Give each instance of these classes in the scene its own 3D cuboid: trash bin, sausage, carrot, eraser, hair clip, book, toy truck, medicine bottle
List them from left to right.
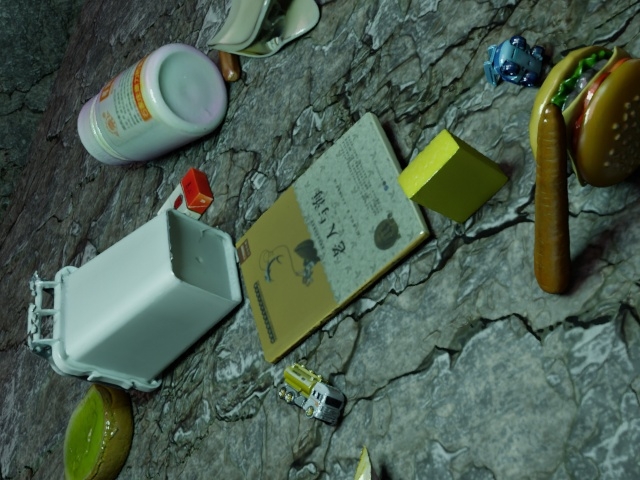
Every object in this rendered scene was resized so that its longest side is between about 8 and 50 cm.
[{"bbox_3d":[-0.362,0.112,1.370,0.367,0.296,0.256,-35,48,27],"label":"trash bin"},{"bbox_3d":[-0.416,-0.313,1.674,0.388,0.219,0.219,-12,64,47],"label":"medicine bottle"},{"bbox_3d":[-0.215,-0.422,1.630,0.039,0.041,0.131,-36,48,27],"label":"sausage"},{"bbox_3d":[-0.119,-0.492,1.510,0.282,0.113,0.173,12,82,57],"label":"hair clip"},{"bbox_3d":[-0.015,0.237,1.077,0.123,0.052,0.063,18,81,53],"label":"toy truck"},{"bbox_3d":[0.000,0.000,1.172,0.389,0.032,0.269,-43,50,30],"label":"book"},{"bbox_3d":[0.181,-0.084,0.940,0.097,0.122,0.045,-48,44,24],"label":"eraser"},{"bbox_3d":[0.262,-0.245,0.970,0.090,0.073,0.056,6,77,64],"label":"toy truck"},{"bbox_3d":[0.261,-0.039,0.776,0.043,0.248,0.043,-9,32,5],"label":"carrot"}]

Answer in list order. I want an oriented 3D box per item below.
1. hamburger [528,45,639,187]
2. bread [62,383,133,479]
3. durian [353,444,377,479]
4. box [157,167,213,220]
[{"bbox_3d":[0.315,-0.138,0.788,0.115,0.162,0.162,36,101,44],"label":"hamburger"},{"bbox_3d":[-0.497,0.435,1.536,0.236,0.070,0.236,-25,55,42],"label":"bread"},{"bbox_3d":[0.058,0.387,0.907,0.140,0.078,0.224,-29,41,54],"label":"durian"},{"bbox_3d":[-0.310,-0.077,1.576,0.152,0.048,0.100,-50,43,25],"label":"box"}]
